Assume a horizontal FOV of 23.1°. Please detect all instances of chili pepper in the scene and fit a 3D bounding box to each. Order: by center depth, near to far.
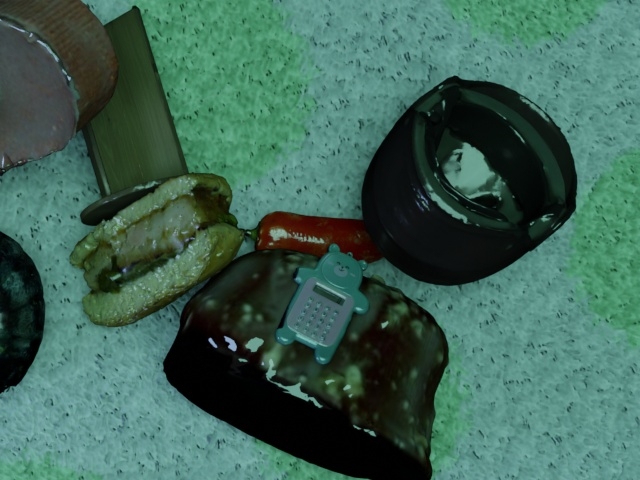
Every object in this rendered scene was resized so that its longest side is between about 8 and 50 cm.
[{"bbox_3d":[0.000,0.000,1.929,0.272,0.063,0.071,1,99,-13],"label":"chili pepper"}]

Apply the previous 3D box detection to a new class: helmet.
[{"bbox_3d":[0.169,-0.057,1.892,0.225,0.177,0.305,49,35,10],"label":"helmet"}]

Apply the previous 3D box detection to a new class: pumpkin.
[{"bbox_3d":[-0.430,0.085,1.788,0.233,0.163,0.233,-1,99,-9],"label":"pumpkin"}]

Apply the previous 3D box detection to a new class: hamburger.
[{"bbox_3d":[-0.178,0.017,1.820,0.131,0.262,0.124,-7,75,-47],"label":"hamburger"}]

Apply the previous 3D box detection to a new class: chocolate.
[{"bbox_3d":[0.003,0.129,1.846,0.340,0.225,0.210,26,68,-7],"label":"chocolate"}]

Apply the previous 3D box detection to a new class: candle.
[{"bbox_3d":[-0.380,-0.191,1.766,0.317,0.287,0.131,28,39,13],"label":"candle"}]

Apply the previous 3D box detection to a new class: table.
[{"bbox_3d":[-0.233,-0.149,1.855,0.167,0.167,0.226,-16,81,-11],"label":"table"}]

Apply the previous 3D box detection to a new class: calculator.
[{"bbox_3d":[0.006,0.068,1.746,0.094,0.019,0.141,27,61,1],"label":"calculator"}]
